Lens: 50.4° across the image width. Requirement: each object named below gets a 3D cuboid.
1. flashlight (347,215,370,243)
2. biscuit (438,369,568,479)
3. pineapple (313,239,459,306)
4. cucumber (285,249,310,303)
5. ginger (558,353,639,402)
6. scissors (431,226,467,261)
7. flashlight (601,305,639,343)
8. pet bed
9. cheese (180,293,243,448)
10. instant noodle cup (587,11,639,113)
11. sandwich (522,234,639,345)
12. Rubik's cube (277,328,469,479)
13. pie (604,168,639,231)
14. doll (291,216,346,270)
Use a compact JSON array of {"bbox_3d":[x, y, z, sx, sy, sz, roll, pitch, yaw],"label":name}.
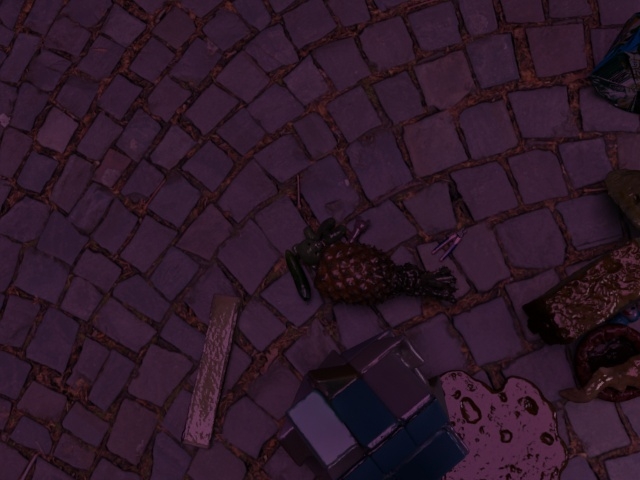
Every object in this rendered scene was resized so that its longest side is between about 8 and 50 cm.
[{"bbox_3d":[0.095,-0.012,1.832,0.052,0.031,0.110,24,82,39],"label":"flashlight"},{"bbox_3d":[0.400,0.484,1.625,0.359,0.074,0.381,-27,70,-1],"label":"biscuit"},{"bbox_3d":[0.169,0.100,1.723,0.361,0.175,0.175,12,77,8],"label":"pineapple"},{"bbox_3d":[-0.057,0.099,1.819,0.039,0.039,0.168,-25,70,1],"label":"cucumber"},{"bbox_3d":[0.695,0.319,1.569,0.288,0.075,0.089,-23,94,3],"label":"ginger"},{"bbox_3d":[0.344,0.006,1.797,0.113,0.012,0.039,-45,73,-5],"label":"scissors"},{"bbox_3d":[0.729,0.210,1.666,0.051,0.051,0.129,40,89,17],"label":"flashlight"},{"bbox_3d":[0.705,0.294,1.624,0.201,0.053,0.201,0,90,8],"label":"pet bed"},{"bbox_3d":[-0.283,0.339,1.791,0.085,0.034,0.400,9,76,6],"label":"cheese"},{"bbox_3d":[0.845,-0.466,1.754,0.240,0.240,0.178,23,71,14],"label":"instant noodle cup"},{"bbox_3d":[0.649,0.118,1.591,0.325,0.262,0.131,-33,78,-1],"label":"sandwich"},{"bbox_3d":[0.123,0.410,1.537,0.387,0.368,0.358,-36,102,-8],"label":"Rubik's cube"},{"bbox_3d":[0.813,-0.095,1.662,0.201,0.090,0.248,6,41,-21],"label":"pie"},{"bbox_3d":[0.000,0.000,1.825,0.115,0.077,0.150,39,72,6],"label":"doll"}]
